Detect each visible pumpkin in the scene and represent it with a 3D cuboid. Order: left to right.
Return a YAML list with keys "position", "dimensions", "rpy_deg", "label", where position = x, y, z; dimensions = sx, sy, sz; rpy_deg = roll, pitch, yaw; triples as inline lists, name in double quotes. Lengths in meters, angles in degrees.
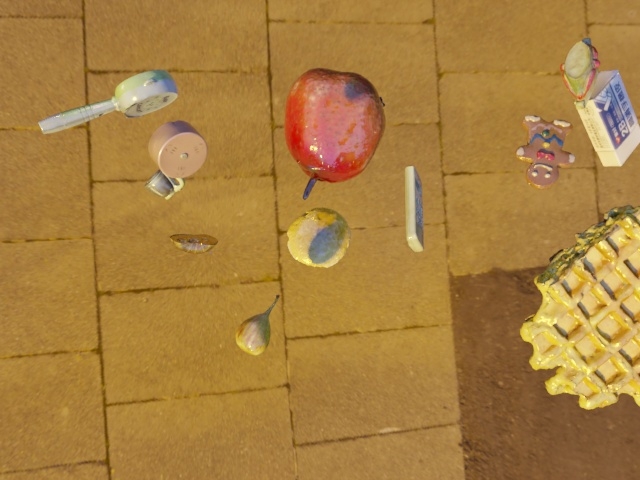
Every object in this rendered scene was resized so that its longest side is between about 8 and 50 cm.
- position: [-0.222, 0.008, 1.025]
  dimensions: [0.083, 0.050, 0.028]
  rpy_deg: [8, 110, -20]
  label: "pumpkin"

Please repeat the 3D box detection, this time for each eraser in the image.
- position: [0.726, -0.304, 1.473]
  dimensions: [0.124, 0.068, 0.210]
  rpy_deg: [-47, 117, -19]
  label: "eraser"

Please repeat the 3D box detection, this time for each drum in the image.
- position: [-0.382, -0.255, 1.081]
  dimensions: [0.253, 0.130, 0.049]
  rpy_deg: [-25, 93, -32]
  label: "drum"

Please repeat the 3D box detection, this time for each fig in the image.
- position: [-0.164, 0.207, 1.491]
  dimensions: [0.093, 0.093, 0.166]
  rpy_deg: [13, 70, -10]
  label: "fig"

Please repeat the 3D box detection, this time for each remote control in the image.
- position: [0.259, -0.086, 1.619]
  dimensions: [0.038, 0.098, 0.234]
  rpy_deg: [-8, 62, 20]
  label: "remote control"

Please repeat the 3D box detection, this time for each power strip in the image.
- position: [-0.398, -0.252, 1.647]
  dimensions: [0.154, 0.154, 0.078]
  rpy_deg: [-38, 55, -9]
  label: "power strip"

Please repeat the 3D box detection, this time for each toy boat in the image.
- position: [0.613, -0.405, 1.381]
  dimensions: [0.071, 0.089, 0.185]
  rpy_deg: [26, 71, -50]
  label: "toy boat"

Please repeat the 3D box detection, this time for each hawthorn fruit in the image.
- position: [0.019, -0.283, 1.612]
  dimensions: [0.284, 0.285, 0.369]
  rpy_deg: [21, 89, -9]
  label: "hawthorn fruit"

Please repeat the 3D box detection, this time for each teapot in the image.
- position: [-0.484, -0.175, 1.834]
  dimensions: [0.091, 0.124, 0.092]
  rpy_deg: [44, 65, -23]
  label: "teapot"

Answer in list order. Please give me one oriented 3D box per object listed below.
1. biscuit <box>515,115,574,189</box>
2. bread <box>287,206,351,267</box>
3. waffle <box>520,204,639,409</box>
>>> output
- position: [0.545, -0.215, 1.421]
  dimensions: [0.138, 0.031, 0.205]
  rpy_deg: [13, 68, 10]
  label: "biscuit"
- position: [0.000, -0.004, 1.830]
  dimensions: [0.197, 0.170, 0.197]
  rpy_deg: [-1, 80, 5]
  label: "bread"
- position: [0.435, 0.090, 0.816]
  dimensions: [0.311, 0.060, 0.307]
  rpy_deg: [-9, 96, 3]
  label: "waffle"
